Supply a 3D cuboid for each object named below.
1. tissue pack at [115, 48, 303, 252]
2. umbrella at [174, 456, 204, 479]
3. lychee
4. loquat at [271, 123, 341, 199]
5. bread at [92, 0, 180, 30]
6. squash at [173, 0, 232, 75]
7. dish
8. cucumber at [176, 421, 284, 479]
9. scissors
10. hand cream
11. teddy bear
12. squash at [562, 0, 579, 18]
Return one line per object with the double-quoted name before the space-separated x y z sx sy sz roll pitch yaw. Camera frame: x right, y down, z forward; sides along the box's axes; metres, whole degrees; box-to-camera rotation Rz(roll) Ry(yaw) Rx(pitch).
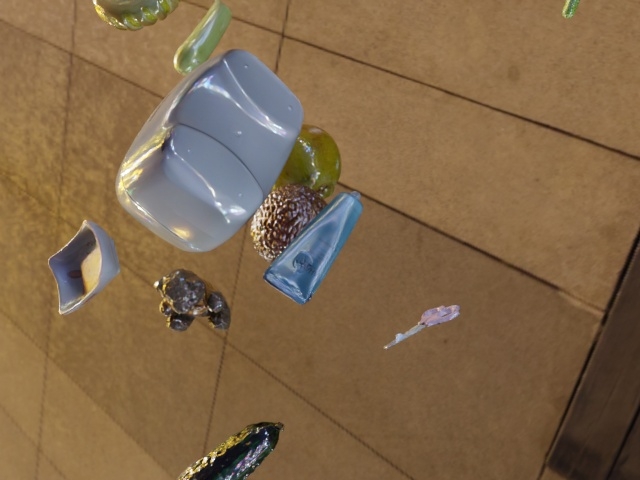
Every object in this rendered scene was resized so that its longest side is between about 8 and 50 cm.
"tissue pack" -0.195 -0.145 1.246 0.229 0.333 0.236 41 140 -20
"umbrella" -0.298 0.540 1.501 0.337 0.067 0.073 -50 48 41
"lychee" -0.059 -0.032 1.545 0.194 0.194 0.194 10 105 41
"loquat" -0.058 -0.215 1.899 0.213 0.213 0.246 -46 63 38
"bread" -0.409 -0.558 1.647 0.213 0.213 0.105 43 166 28
"squash" -0.310 -0.540 1.929 0.083 0.083 0.250 6 60 41
"dish" -0.531 0.063 1.655 0.212 0.077 0.151 -37 65 37
"cucumber" -0.165 0.340 0.979 0.293 0.067 0.067 -43 66 5
"scissors" 0.228 0.199 1.681 0.110 0.212 0.021 -7 105 62
"hand cream" 0.000 0.000 1.173 0.083 0.224 0.048 35 153 3
"teddy bear" -0.319 0.139 1.782 0.177 0.190 0.140 -4 61 15
"squash" 0.480 -0.460 1.364 0.027 0.027 0.089 28 92 35
